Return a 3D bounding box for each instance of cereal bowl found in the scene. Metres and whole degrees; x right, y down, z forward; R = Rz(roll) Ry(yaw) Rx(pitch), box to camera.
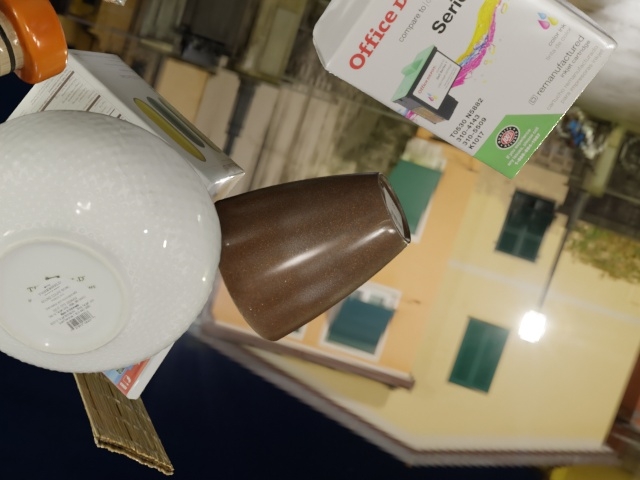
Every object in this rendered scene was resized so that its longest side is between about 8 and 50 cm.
[{"bbox_3d":[-0.289,0.026,1.131,0.339,0.339,0.141,17,-151,-9],"label":"cereal bowl"}]

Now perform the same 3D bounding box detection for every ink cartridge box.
[{"bbox_3d":[0.161,-0.230,1.123,0.278,0.201,0.117,27,-157,-21],"label":"ink cartridge box"}]

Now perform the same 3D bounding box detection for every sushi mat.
[{"bbox_3d":[-0.337,0.268,1.597,0.151,0.019,0.316,33,-175,-31],"label":"sushi mat"}]

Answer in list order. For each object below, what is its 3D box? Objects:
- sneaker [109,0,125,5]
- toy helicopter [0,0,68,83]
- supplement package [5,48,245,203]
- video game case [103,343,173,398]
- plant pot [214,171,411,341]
[{"bbox_3d":[-0.326,-0.418,1.342,0.108,0.121,0.302,19,177,9],"label":"sneaker"},{"bbox_3d":[-0.355,-0.259,0.766,0.140,0.355,0.235,-32,-152,-28],"label":"toy helicopter"},{"bbox_3d":[-0.282,-0.105,1.364,0.263,0.198,0.199,42,-168,1],"label":"supplement package"},{"bbox_3d":[-0.331,0.086,1.550,0.285,0.204,0.025,37,-173,29],"label":"video game case"},{"bbox_3d":[0.000,0.000,1.349,0.230,0.215,0.215,-22,177,15],"label":"plant pot"}]
